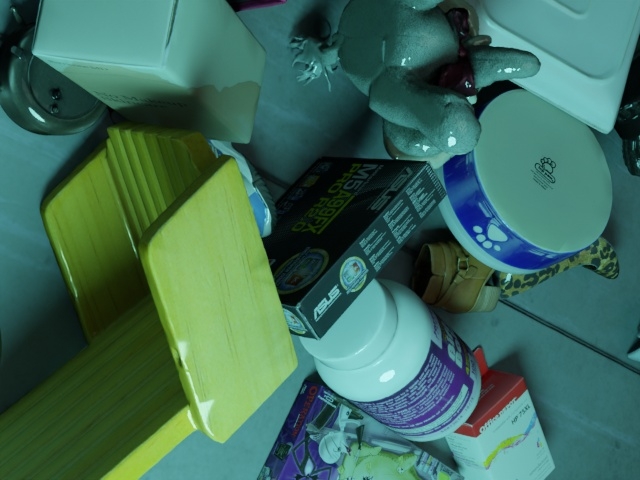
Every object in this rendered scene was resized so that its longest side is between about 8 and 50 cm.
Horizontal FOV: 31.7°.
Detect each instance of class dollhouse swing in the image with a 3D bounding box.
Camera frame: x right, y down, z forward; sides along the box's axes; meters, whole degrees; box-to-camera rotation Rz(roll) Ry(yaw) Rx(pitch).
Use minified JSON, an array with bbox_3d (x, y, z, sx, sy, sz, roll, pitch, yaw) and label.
[{"bbox_3d":[-0.250,0.079,1.165,0.305,0.347,0.315,-24,110,-23],"label":"dollhouse swing"}]

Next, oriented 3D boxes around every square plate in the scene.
[{"bbox_3d":[0.358,-0.386,1.689,0.344,0.049,0.347,25,75,-18],"label":"square plate"}]

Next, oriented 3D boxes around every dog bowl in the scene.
[{"bbox_3d":[0.305,-0.088,1.685,0.265,0.104,0.265,11,67,-27],"label":"dog bowl"}]

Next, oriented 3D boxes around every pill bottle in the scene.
[{"bbox_3d":[0.091,0.151,1.509,0.301,0.169,0.169,42,67,-53],"label":"pill bottle"}]

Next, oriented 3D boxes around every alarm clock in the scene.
[{"bbox_3d":[-0.284,-0.177,1.285,0.192,0.064,0.129,25,78,-41],"label":"alarm clock"}]

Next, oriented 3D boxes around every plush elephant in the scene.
[{"bbox_3d":[0.157,-0.234,1.471,0.255,0.330,0.272,4,89,-43],"label":"plush elephant"}]

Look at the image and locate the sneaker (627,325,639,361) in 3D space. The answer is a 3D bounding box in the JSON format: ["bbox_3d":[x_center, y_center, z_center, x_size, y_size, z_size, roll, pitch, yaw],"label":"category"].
[{"bbox_3d":[0.687,0.213,2.080,0.137,0.210,0.366,-62,161,-16],"label":"sneaker"}]

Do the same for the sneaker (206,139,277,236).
[{"bbox_3d":[-0.133,-0.082,1.413,0.081,0.080,0.211,-44,110,-20],"label":"sneaker"}]

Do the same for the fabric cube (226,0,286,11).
[{"bbox_3d":[-0.179,-0.404,1.217,0.254,0.259,0.258,13,86,-38],"label":"fabric cube"}]

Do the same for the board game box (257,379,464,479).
[{"bbox_3d":[0.058,0.368,1.632,0.347,0.056,0.208,37,76,-36],"label":"board game box"}]

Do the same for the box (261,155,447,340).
[{"bbox_3d":[0.000,0.000,1.434,0.270,0.216,0.060,-47,121,-25],"label":"box"}]

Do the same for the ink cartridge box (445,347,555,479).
[{"bbox_3d":[0.273,0.301,1.779,0.134,0.078,0.231,-37,116,-31],"label":"ink cartridge box"}]

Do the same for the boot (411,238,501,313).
[{"bbox_3d":[0.214,0.013,1.708,0.152,0.073,0.197,9,85,-34],"label":"boot"}]

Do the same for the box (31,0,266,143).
[{"bbox_3d":[-0.169,-0.203,1.200,0.311,0.148,0.121,33,66,-75],"label":"box"}]

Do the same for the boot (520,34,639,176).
[{"bbox_3d":[0.491,-0.211,1.872,0.348,0.131,0.260,-32,120,-26],"label":"boot"}]

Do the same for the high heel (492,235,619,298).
[{"bbox_3d":[0.385,0.055,1.848,0.261,0.093,0.186,35,80,-34],"label":"high heel"}]
